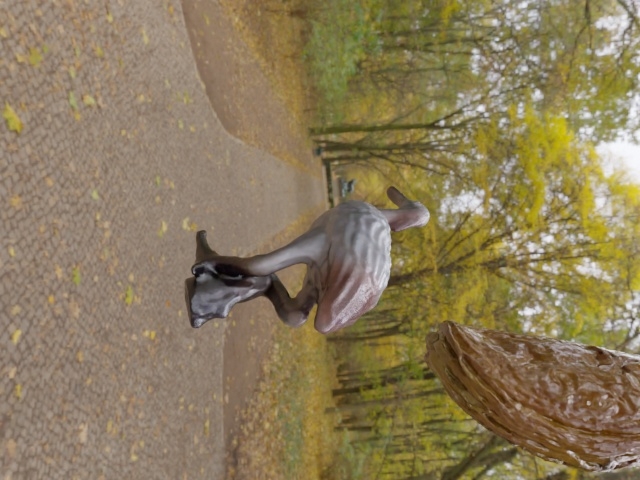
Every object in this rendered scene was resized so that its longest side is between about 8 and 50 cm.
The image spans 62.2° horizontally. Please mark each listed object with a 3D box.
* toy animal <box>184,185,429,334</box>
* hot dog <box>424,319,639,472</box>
[{"bbox_3d":[0.024,0.004,0.526,0.195,0.324,0.090,31,-48,45],"label":"toy animal"},{"bbox_3d":[0.251,0.166,0.592,0.196,0.272,0.122,9,88,-82],"label":"hot dog"}]
